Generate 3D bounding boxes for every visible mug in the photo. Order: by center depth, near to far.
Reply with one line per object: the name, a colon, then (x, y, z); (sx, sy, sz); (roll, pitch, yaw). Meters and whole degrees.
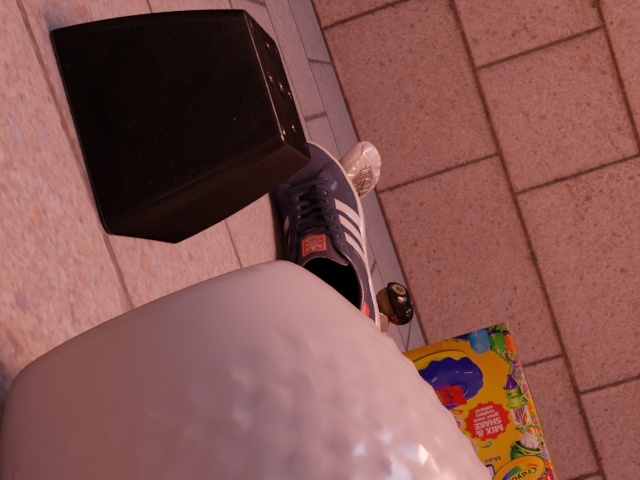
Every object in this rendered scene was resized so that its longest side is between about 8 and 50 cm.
mug: (-0.040, 0.204, 0.584); (0.328, 0.276, 0.374); (66, -21, 6)

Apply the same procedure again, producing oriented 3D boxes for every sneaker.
sneaker: (0.000, 0.000, 1.481); (0.148, 0.131, 0.350); (32, 38, -69)
sneaker: (0.013, -0.097, 1.656); (0.090, 0.232, 0.115); (-12, 60, -40)

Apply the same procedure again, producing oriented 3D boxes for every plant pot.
plant pot: (-0.113, -0.115, 0.927); (0.187, 0.167, 0.188); (18, 54, -79)

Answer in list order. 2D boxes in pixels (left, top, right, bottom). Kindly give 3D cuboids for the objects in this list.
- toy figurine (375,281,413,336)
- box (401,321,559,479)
toy figurine: (0.108, 0.184, 1.688); (0.209, 0.148, 0.213); (41, 32, -72)
box: (0.165, 0.303, 1.363); (0.279, 0.290, 0.177); (-99, 167, -47)
